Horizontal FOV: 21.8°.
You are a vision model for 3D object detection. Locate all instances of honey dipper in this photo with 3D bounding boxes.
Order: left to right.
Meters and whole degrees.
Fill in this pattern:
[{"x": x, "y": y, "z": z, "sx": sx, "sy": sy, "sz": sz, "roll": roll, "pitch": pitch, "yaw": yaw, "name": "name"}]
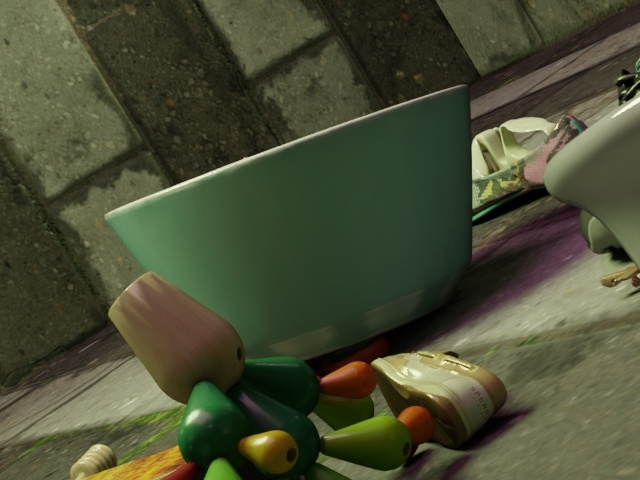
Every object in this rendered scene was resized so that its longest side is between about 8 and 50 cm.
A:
[{"x": -0.222, "y": 0.223, "z": 1.429, "sx": 0.030, "sy": 0.030, "sz": 0.161, "roll": -29, "pitch": 8, "yaw": 27, "name": "honey dipper"}]

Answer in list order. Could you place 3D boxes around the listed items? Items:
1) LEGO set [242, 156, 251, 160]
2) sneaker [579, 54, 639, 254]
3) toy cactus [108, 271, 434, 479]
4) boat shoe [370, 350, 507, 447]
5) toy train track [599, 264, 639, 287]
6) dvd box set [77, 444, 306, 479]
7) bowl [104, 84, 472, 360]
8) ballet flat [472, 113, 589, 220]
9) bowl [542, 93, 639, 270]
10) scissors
[{"x": 0.027, "y": -0.014, "z": 1.657, "sx": 0.107, "sy": 0.132, "sz": 0.287, "roll": -28, "pitch": 26, "yaw": -20, "name": "LEGO set"}, {"x": 0.239, "y": -0.076, "z": 1.195, "sx": 0.101, "sy": 0.106, "sz": 0.267, "roll": -26, "pitch": 9, "yaw": 38, "name": "sneaker"}, {"x": -0.040, "y": 0.095, "z": 0.874, "sx": 0.112, "sy": 0.180, "sz": 0.219, "roll": -52, "pitch": -11, "yaw": 30, "name": "toy cactus"}, {"x": 0.069, "y": 0.088, "z": 0.968, "sx": 0.045, "sy": 0.050, "sz": 0.135, "roll": -29, "pitch": 15, "yaw": -13, "name": "boat shoe"}, {"x": 0.208, "y": 0.018, "z": 1.003, "sx": 0.083, "sy": 0.014, "sz": 0.048, "roll": -20, "pitch": 4, "yaw": 38, "name": "toy train track"}, {"x": -0.230, "y": 0.250, "z": 1.052, "sx": 0.307, "sy": 0.062, "sz": 0.420, "roll": -36, "pitch": 7, "yaw": -40, "name": "dvd box set"}, {"x": 0.000, "y": 0.000, "z": 1.346, "sx": 0.311, "sy": 0.163, "sz": 0.311, "roll": -21, "pitch": 2, "yaw": 1, "name": "bowl"}, {"x": 0.190, "y": -0.077, "z": 1.599, "sx": 0.077, "sy": 0.079, "sz": 0.221, "roll": -35, "pitch": 6, "yaw": -30, "name": "ballet flat"}, {"x": 0.224, "y": -0.022, "z": 0.473, "sx": 0.298, "sy": 0.134, "sz": 0.298, "roll": -23, "pitch": -6, "yaw": -3, "name": "bowl"}, {"x": -0.009, "y": 0.101, "z": 1.396, "sx": 0.109, "sy": 0.021, "sz": 0.297, "roll": -32, "pitch": 6, "yaw": -6, "name": "scissors"}]
